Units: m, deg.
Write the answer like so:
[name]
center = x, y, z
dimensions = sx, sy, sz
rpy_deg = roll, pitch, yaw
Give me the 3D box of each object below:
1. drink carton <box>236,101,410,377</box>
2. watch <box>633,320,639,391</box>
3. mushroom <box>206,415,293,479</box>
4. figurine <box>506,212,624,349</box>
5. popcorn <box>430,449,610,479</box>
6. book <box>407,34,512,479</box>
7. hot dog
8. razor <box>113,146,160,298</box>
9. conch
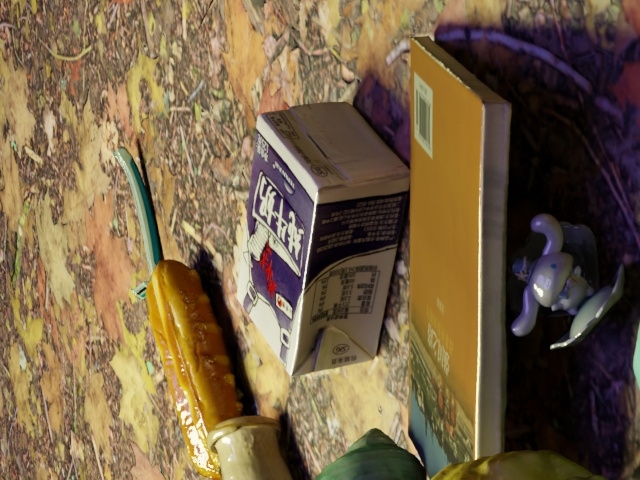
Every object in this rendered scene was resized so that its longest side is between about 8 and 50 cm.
[drink carton]
center = -0.001, 0.000, 1.559
dimensions = 0.134, 0.101, 0.222
rpy_deg = 50, 142, 44
[watch]
center = 0.278, 0.079, 1.040
dimensions = 0.195, 0.068, 0.237
rpy_deg = 46, 138, 49
[mushroom]
center = -0.060, 0.311, 1.784
dimensions = 0.108, 0.096, 0.247
rpy_deg = 149, 115, -63
[figurine]
center = 0.173, 0.033, 1.223
dimensions = 0.086, 0.082, 0.094
rpy_deg = 41, 99, 10
[popcorn]
center = 0.151, 0.254, 1.162
dimensions = 0.200, 0.203, 0.226
rpy_deg = -40, 83, 30
[book]
center = 0.105, 0.040, 1.347
dimensions = 0.262, 0.028, 0.374
rpy_deg = -120, 27, -70
[hot dog]
center = -0.142, 0.151, 1.928
dimensions = 0.115, 0.072, 0.269
rpy_deg = -46, 58, 58
[razor]
center = -0.226, -0.025, 2.087
dimensions = 0.068, 0.037, 0.191
rpy_deg = 149, 112, -67
[conch]
center = 0.061, 0.252, 1.458
dimensions = 0.188, 0.122, 0.176
rpy_deg = 43, 169, 43
